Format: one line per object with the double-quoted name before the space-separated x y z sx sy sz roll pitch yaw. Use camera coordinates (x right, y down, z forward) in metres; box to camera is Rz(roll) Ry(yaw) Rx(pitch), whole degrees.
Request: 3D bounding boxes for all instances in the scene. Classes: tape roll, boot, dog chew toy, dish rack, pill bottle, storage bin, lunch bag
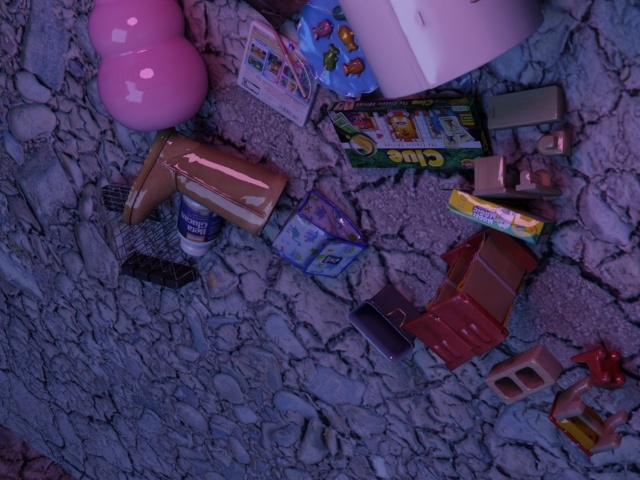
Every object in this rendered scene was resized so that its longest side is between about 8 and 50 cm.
"tape roll" 0.160 -0.326 1.181 0.246 0.246 0.169 -12 112 43
"boot" -0.234 -0.078 1.707 0.269 0.089 0.236 27 111 -3
"dog chew toy" -0.331 -0.372 1.584 0.206 0.206 0.332 1 114 38
"boot" -0.097 -0.454 1.370 0.207 0.090 0.248 37 158 -15
"dish rack" -0.407 -0.016 2.010 0.208 0.074 0.272 12 126 31
"pill bottle" -0.257 -0.048 1.843 0.094 0.094 0.169 32 137 15
"storage bin" 0.140 0.151 1.680 0.135 0.091 0.098 44 138 1
"lunch bag" 0.000 0.000 1.681 0.151 0.096 0.129 34 136 -8

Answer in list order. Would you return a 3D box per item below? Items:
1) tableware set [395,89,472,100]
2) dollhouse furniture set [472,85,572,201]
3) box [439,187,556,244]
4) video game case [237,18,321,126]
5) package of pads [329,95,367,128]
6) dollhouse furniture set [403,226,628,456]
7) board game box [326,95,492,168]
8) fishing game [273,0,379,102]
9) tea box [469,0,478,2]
"tableware set" 0.168 -0.251 1.400 0.168 0.020 0.141 7 125 37
"dollhouse furniture set" 0.330 -0.145 1.346 0.144 0.123 0.151 -4 84 40
"box" 0.283 -0.044 1.402 0.179 0.105 0.043 25 102 24
"video game case" -0.073 -0.300 1.557 0.157 0.019 0.143 35 137 13
"package of pads" 0.055 -0.215 1.508 0.050 0.032 0.083 41 139 0
"dollhouse furniture set" 0.347 0.178 1.465 0.374 0.201 0.152 43 138 -6
"board game box" 0.147 -0.176 1.431 0.259 0.030 0.136 3 141 32
"fishing game" 0.033 -0.320 1.416 0.264 0.041 0.189 -15 104 43
"tea box" 0.305 -0.454 0.905 0.329 0.323 0.220 -14 112 45
